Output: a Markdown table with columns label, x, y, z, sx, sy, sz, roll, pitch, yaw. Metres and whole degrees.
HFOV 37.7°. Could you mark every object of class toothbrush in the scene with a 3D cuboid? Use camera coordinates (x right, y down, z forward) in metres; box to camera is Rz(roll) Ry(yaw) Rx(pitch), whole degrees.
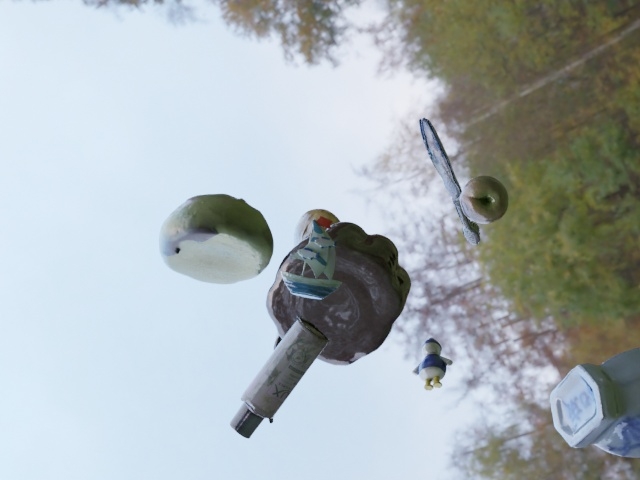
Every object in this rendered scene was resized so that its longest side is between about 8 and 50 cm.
| label | x | y | z | sx | sy | sz | roll | pitch | yaw |
| --- | --- | --- | --- | --- | --- | --- | --- | --- | --- |
| toothbrush | 0.277 | -0.118 | 1.979 | 0.413 | 0.035 | 0.042 | 57 | -146 | -47 |

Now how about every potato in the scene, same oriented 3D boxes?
| label | x | y | z | sx | sy | sz | roll | pitch | yaw |
| --- | --- | --- | --- | --- | --- | --- | --- | --- | --- |
| potato | 0.000 | 0.005 | 2.305 | 0.128 | 0.235 | 0.161 | 0 | -107 | -13 |

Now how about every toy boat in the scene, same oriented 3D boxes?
| label | x | y | z | sx | sy | sz | roll | pitch | yaw |
| --- | --- | --- | --- | --- | --- | --- | --- | --- | --- |
| toy boat | -0.001 | 0.040 | 1.679 | 0.105 | 0.149 | 0.034 | 33 | 167 | 2 |

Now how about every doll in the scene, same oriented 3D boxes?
| label | x | y | z | sx | sy | sz | roll | pitch | yaw |
| --- | --- | --- | --- | --- | --- | --- | --- | --- | --- |
| doll | 0.251 | 0.273 | 2.114 | 0.057 | 0.099 | 0.143 | 54 | -155 | -35 |

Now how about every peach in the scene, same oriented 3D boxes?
| label | x | y | z | sx | sy | sz | roll | pitch | yaw |
| --- | --- | --- | --- | --- | --- | --- | --- | --- | --- |
| peach | 0.271 | -0.067 | 1.551 | 0.083 | 0.083 | 0.083 | 41 | -145 | -38 |

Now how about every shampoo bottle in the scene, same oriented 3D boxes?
| label | x | y | z | sx | sy | sz | roll | pitch | yaw |
| --- | --- | --- | --- | --- | --- | --- | --- | --- | --- |
| shampoo bottle | -0.071 | 0.230 | 1.548 | 0.072 | 0.214 | 0.072 | 35 | -175 | -4 |

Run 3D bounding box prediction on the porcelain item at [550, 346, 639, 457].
| label | x | y | z | sx | sy | sz | roll | pitch | yaw |
| --- | --- | --- | --- | --- | --- | --- | --- | --- | --- |
| porcelain item | 0.690 | 0.333 | 1.934 | 0.405 | 0.242 | 0.178 | 0 | -129 | -23 |

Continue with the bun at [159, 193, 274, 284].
| label | x | y | z | sx | sy | sz | roll | pitch | yaw |
| --- | --- | --- | --- | --- | --- | --- | --- | --- | --- |
| bun | -0.246 | -0.023 | 2.253 | 0.283 | 0.283 | 0.179 | 39 | -137 | -41 |

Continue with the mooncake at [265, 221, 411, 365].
| label | x | y | z | sx | sy | sz | roll | pitch | yaw |
| --- | --- | --- | --- | --- | --- | --- | --- | --- | --- |
| mooncake | 0.044 | 0.112 | 2.015 | 0.306 | 0.306 | 0.154 | 58 | -153 | -12 |

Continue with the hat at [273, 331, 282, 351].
| label | x | y | z | sx | sy | sz | roll | pitch | yaw |
| --- | --- | --- | --- | --- | --- | --- | --- | --- | --- |
| hat | -0.073 | 0.204 | 2.425 | 0.082 | 0.193 | 0.193 | 40 | -162 | 24 |
